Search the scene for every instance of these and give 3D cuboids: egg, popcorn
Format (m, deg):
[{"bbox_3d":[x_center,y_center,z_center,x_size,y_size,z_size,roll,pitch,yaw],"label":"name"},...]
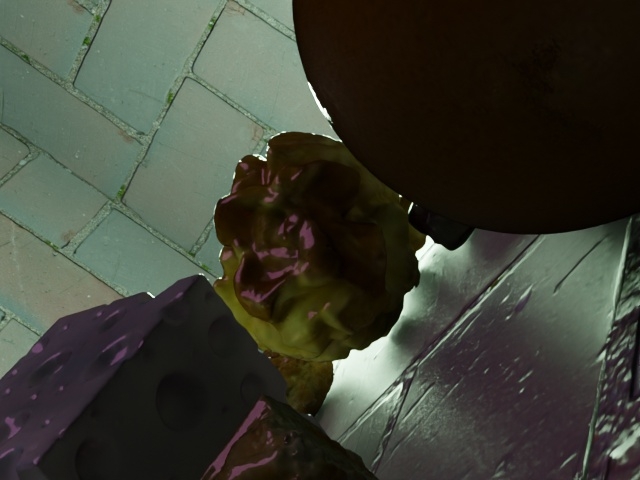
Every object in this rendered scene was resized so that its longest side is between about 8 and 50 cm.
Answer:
[{"bbox_3d":[0.125,-0.144,0.591,0.282,0.283,0.351,-55,11,-2],"label":"egg"},{"bbox_3d":[0.000,0.000,1.216,0.225,0.265,0.332,-25,2,36],"label":"popcorn"}]

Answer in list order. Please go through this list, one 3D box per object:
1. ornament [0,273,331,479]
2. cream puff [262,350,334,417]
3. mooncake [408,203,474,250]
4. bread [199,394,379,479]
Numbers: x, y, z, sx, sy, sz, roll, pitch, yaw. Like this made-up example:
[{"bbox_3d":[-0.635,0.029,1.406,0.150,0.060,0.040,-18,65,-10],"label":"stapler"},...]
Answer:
[{"bbox_3d":[-0.175,0.212,0.955,0.240,0.239,0.239,-17,26,42],"label":"ornament"},{"bbox_3d":[-0.049,0.189,1.308,0.144,0.103,0.126,-60,0,45],"label":"cream puff"},{"bbox_3d":[0.153,-0.056,1.148,0.130,0.073,0.125,-57,5,2],"label":"mooncake"},{"bbox_3d":[-0.061,0.250,0.710,0.267,0.130,0.152,-56,-33,-8],"label":"bread"}]
